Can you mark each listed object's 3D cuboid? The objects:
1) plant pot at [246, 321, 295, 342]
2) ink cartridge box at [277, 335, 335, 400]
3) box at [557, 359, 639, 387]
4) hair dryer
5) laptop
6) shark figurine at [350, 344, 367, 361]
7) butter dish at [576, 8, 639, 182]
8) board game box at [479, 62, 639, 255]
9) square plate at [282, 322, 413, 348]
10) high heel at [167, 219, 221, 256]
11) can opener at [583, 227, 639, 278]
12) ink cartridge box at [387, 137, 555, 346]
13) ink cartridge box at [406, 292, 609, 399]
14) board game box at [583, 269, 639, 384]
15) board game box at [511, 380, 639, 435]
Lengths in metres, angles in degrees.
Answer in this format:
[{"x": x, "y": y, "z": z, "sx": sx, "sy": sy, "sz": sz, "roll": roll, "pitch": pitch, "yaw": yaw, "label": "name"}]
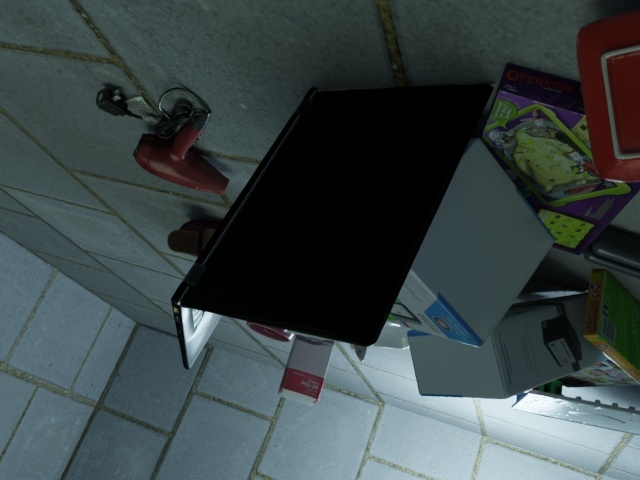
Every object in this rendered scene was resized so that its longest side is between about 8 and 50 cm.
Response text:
[{"x": -0.106, "y": 0.167, "z": 1.788, "sx": 0.201, "sy": 0.180, "sz": 0.201, "roll": 19, "pitch": 159, "yaw": 7, "label": "plant pot"}, {"x": -0.030, "y": 0.335, "z": 1.995, "sx": 0.117, "sy": 0.283, "sz": 0.207, "roll": 18, "pitch": 160, "yaw": 0, "label": "ink cartridge box"}, {"x": 0.584, "y": 0.273, "z": 1.529, "sx": 0.200, "sy": 0.057, "sz": 0.293, "roll": 24, "pitch": 160, "yaw": -11, "label": "box"}, {"x": -0.265, "y": -0.169, "z": 1.234, "sx": 0.223, "sy": 0.080, "sz": 0.293, "roll": 9, "pitch": 157, "yaw": 29, "label": "hair dryer"}, {"x": 0.000, "y": 0.000, "z": 0.900, "sx": 0.236, "sy": 0.382, "sz": 0.408, "roll": 27, "pitch": 151, "yaw": 6, "label": "laptop"}, {"x": 0.093, "y": 0.170, "z": 1.761, "sx": 0.116, "sy": 0.166, "sz": 0.278, "roll": -14, "pitch": 129, "yaw": 17, "label": "shark figurine"}, {"x": 0.345, "y": -0.146, "z": 0.628, "sx": 0.159, "sy": 0.118, "sz": 0.160, "roll": 0, "pitch": 109, "yaw": 47, "label": "butter dish"}, {"x": 0.309, "y": -0.090, "z": 0.898, "sx": 0.208, "sy": 0.056, "sz": 0.347, "roll": 15, "pitch": 159, "yaw": 7, "label": "board game box"}, {"x": 0.154, "y": 0.134, "z": 1.354, "sx": 0.347, "sy": 0.049, "sz": 0.344, "roll": 14, "pitch": 147, "yaw": -34, "label": "square plate"}, {"x": -0.176, "y": 0.015, "z": 1.644, "sx": 0.377, "sy": 0.127, "sz": 0.181, "roll": 15, "pitch": -172, "yaw": 6, "label": "high heel"}, {"x": 0.537, "y": 0.062, "z": 1.001, "sx": 0.280, "sy": 0.093, "sz": 0.074, "roll": 24, "pitch": 161, "yaw": 7, "label": "can opener"}, {"x": 0.141, "y": -0.002, "z": 0.963, "sx": 0.198, "sy": 0.197, "sz": 0.270, "roll": 46, "pitch": 162, "yaw": -21, "label": "ink cartridge box"}, {"x": 0.352, "y": 0.189, "z": 1.221, "sx": 0.307, "sy": 0.129, "sz": 0.223, "roll": -9, "pitch": 174, "yaw": -32, "label": "ink cartridge box"}, {"x": 0.551, "y": 0.167, "z": 1.188, "sx": 0.259, "sy": 0.124, "sz": 0.039, "roll": 34, "pitch": 151, "yaw": -30, "label": "board game box"}, {"x": 0.715, "y": 0.434, "z": 1.716, "sx": 0.389, "sy": 0.050, "sz": 0.390, "roll": 9, "pitch": 162, "yaw": 12, "label": "board game box"}]
